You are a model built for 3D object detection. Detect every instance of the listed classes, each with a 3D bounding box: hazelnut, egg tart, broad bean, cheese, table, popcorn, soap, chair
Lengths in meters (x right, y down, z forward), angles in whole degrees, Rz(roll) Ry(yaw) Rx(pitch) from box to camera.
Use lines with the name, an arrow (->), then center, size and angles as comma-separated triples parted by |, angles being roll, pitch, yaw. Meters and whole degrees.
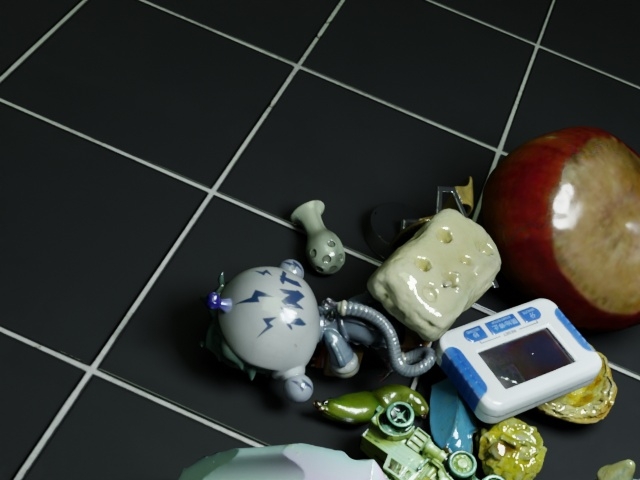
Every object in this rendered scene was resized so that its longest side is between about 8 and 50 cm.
hazelnut -> 0.496, -0.023, 2.024 | 0.409, 0.359, 0.359 | 46, 39, -21
egg tart -> 0.427, 0.251, 1.920 | 0.212, 0.090, 0.212 | 11, 42, -10
broad bean -> 0.084, 0.279, 1.799 | 0.213, 0.048, 0.070 | 1, 46, -23
cheese -> 0.203, 0.053, 1.797 | 0.159, 0.093, 0.263 | 46, 46, 4
table -> 0.156, -0.015, 2.120 | 0.133, 0.043, 0.133 | 11, 44, -10
popcorn -> 0.316, 0.349, 1.769 | 0.116, 0.106, 0.121 | 35, 45, -17
soap -> -0.056, 0.381, 1.518 | 0.324, 0.193, 0.109 | -9, 43, 29
chair -> 0.222, -0.001, 1.998 | 0.172, 0.159, 0.247 | 0, 67, -23

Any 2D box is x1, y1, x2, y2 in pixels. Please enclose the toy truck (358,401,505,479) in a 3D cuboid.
toy truck -> 0.163, 0.379, 1.679 | 0.259, 0.128, 0.135 | 41, 61, 21

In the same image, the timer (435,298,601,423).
timer -> 0.336, 0.207, 1.829 | 0.253, 0.078, 0.178 | -15, 51, -26

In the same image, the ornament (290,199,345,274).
ornament -> 0.000, 0.000, 2.032 | 0.075, 0.081, 0.156 | -27, 50, 2

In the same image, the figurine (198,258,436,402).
figurine -> -0.017, 0.143, 1.800 | 0.382, 0.186, 0.261 | 6, 40, -16

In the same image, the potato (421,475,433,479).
potato -> 0.143, 0.438, 1.563 | 0.081, 0.149, 0.120 | 28, 7, 14

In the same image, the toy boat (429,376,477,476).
toy boat -> 0.231, 0.313, 1.800 | 0.077, 0.075, 0.185 | 40, 31, -26

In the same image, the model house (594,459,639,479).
model house -> 0.507, 0.447, 1.584 | 0.194, 0.325, 0.267 | 1, 46, -21
